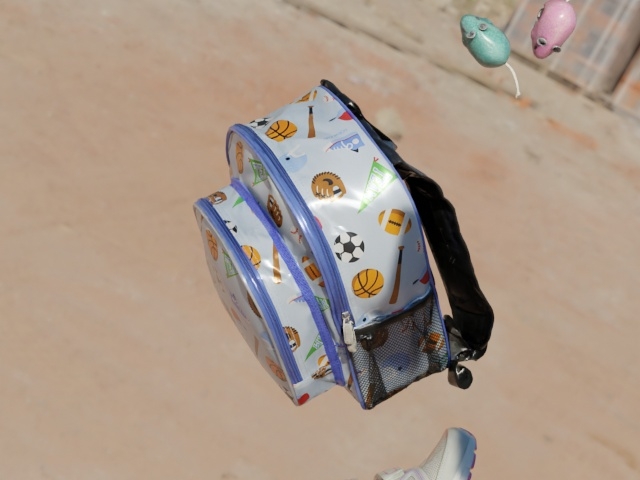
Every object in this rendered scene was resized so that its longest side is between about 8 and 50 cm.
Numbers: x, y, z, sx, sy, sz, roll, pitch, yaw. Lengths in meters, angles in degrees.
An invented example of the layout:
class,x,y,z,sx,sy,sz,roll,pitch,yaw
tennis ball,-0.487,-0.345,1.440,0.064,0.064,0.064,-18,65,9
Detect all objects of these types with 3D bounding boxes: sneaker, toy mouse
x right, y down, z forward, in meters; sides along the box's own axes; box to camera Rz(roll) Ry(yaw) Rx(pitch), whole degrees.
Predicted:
class,x,y,z,sx,sy,sz,roll,pitch,yaw
sneaker,0.056,0.265,1.313,0.111,0.103,0.252,39,63,13
toy mouse,0.200,-0.211,1.359,0.161,0.143,0.031,-1,15,-6

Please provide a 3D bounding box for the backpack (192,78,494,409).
class,x,y,z,sx,sy,sz,roll,pitch,yaw
backpack,0.000,0.000,1.253,0.213,0.263,0.276,-25,42,-21
